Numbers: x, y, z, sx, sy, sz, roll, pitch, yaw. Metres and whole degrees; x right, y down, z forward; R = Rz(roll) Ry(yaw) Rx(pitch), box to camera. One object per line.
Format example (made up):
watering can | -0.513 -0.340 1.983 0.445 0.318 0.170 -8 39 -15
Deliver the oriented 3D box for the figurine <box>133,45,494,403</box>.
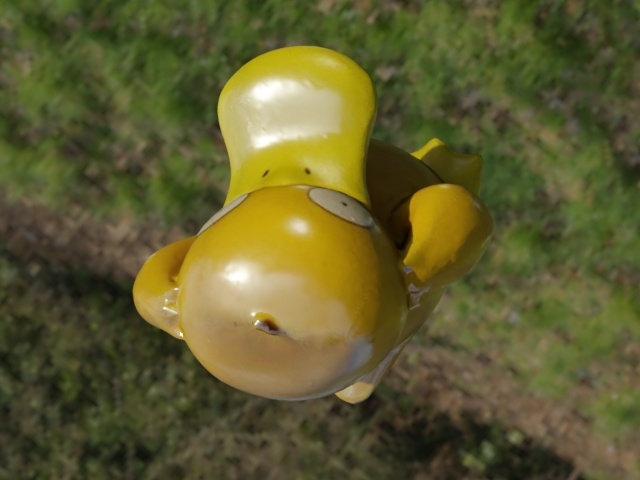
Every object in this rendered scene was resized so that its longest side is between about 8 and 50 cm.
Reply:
figurine | 0.003 0.006 0.965 0.215 0.215 0.228 31 174 22
